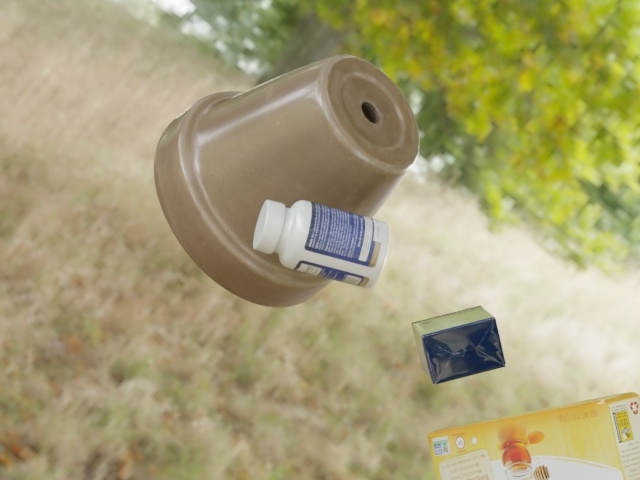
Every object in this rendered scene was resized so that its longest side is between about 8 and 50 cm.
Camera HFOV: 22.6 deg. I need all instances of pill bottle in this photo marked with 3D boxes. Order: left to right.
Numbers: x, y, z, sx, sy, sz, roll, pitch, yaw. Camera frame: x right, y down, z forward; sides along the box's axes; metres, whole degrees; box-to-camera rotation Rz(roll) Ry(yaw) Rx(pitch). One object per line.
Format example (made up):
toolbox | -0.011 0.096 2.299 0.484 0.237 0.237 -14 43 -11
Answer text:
pill bottle | 0.000 0.000 1.524 0.120 0.067 0.067 15 5 -11

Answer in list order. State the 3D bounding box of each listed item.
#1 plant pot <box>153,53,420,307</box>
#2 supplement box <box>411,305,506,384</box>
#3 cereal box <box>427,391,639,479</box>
plant pot | -0.015 -0.086 1.791 0.263 0.229 0.263 27 46 -33
supplement box | 0.150 0.113 1.750 0.083 0.083 0.056 -129 -154 -81
cereal box | 0.170 0.236 1.112 0.047 0.240 0.173 -5 -10 -43
